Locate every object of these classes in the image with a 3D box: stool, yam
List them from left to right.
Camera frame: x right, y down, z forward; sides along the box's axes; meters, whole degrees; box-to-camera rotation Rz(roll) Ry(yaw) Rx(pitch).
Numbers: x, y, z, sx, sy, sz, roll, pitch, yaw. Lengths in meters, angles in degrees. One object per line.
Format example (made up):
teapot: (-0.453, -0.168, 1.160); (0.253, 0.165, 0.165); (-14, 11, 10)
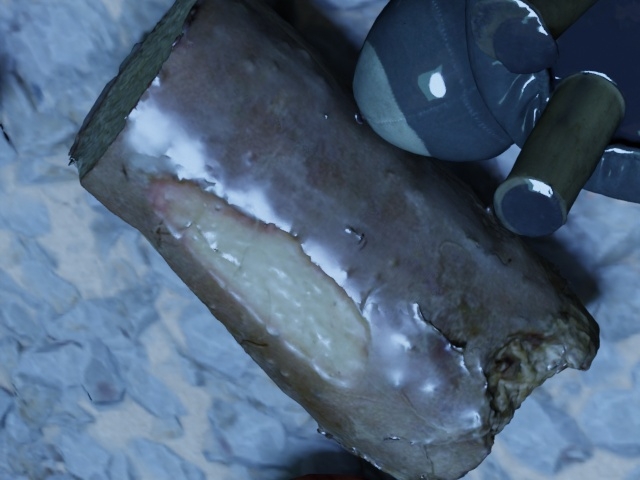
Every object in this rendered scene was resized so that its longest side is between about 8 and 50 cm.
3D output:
yam: (0.001, -0.001, 0.867); (0.238, 0.129, 0.128); (42, 124, -12)
stool: (0.116, -0.067, 0.740); (0.153, 0.139, 0.228); (41, 133, -10)

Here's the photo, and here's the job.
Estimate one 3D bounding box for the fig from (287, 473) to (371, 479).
fig: (0.010, 0.188, 1.024); (0.128, 0.128, 0.150); (22, 161, 12)
